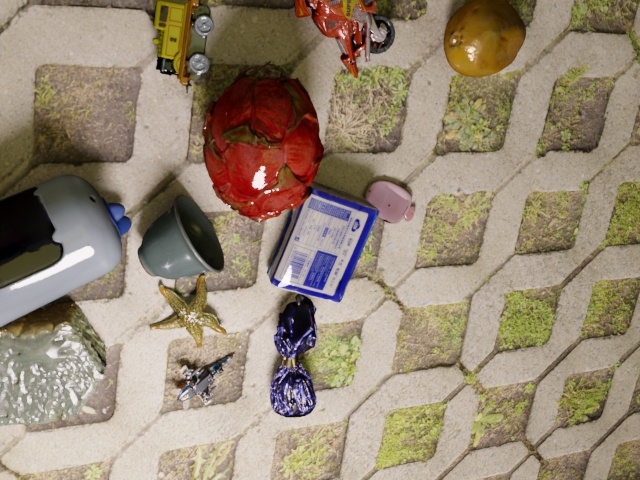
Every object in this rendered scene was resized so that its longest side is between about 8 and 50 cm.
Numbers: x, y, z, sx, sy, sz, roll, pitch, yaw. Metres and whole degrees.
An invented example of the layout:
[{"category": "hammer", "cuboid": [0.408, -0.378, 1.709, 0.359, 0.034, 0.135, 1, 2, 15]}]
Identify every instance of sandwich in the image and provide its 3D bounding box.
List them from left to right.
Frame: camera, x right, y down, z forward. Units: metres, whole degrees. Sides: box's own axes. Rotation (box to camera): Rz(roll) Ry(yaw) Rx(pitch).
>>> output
[{"category": "sandwich", "cuboid": [-0.649, 0.281, 1.452, 0.326, 0.131, 0.262, -2, 107, -22]}]

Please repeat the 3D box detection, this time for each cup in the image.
[{"category": "cup", "cuboid": [-0.334, 0.017, 1.474, 0.150, 0.199, 0.199, -27, 117, 9]}]

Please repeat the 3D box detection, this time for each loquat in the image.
[{"category": "loquat", "cuboid": [0.399, -0.496, 1.575, 0.234, 0.176, 0.187, -21, 157, -33]}]

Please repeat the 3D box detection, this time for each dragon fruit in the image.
[{"category": "dragon fruit", "cuboid": [-0.125, -0.207, 1.411, 0.278, 0.277, 0.342, -7, 120, -19]}]

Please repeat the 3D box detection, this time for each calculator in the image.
[{"category": "calculator", "cuboid": [0.187, -0.100, 1.707, 0.166, 0.024, 0.103, 25, 97, -25]}]

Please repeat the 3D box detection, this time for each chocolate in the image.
[{"category": "chocolate", "cuboid": [-0.072, 0.289, 1.668, 0.126, 0.148, 0.343, -11, 117, -27]}]

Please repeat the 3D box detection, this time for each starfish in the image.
[{"category": "starfish", "cuboid": [-0.337, 0.189, 1.595, 0.176, 0.053, 0.208, -24, 109, -2]}]

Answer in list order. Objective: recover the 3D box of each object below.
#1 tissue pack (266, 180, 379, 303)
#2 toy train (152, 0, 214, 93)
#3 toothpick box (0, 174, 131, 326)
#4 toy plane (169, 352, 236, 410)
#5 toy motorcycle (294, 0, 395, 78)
[{"category": "tissue pack", "cuboid": [0.000, 0.000, 1.611, 0.209, 0.137, 0.269, 15, 105, -25]}, {"category": "toy train", "cuboid": [-0.296, -0.428, 1.376, 0.127, 0.089, 0.219, 7, 106, -13]}, {"category": "toothpick box", "cuboid": [-0.572, 0.010, 1.344, 0.355, 0.263, 0.263, -27, 115, -12]}, {"category": "toy plane", "cuboid": [-0.292, 0.354, 1.653, 0.188, 0.062, 0.135, -33, 115, -8]}, {"category": "toy motorcycle", "cuboid": [0.042, -0.526, 1.470, 0.171, 0.089, 0.298, -45, 118, 0]}]
